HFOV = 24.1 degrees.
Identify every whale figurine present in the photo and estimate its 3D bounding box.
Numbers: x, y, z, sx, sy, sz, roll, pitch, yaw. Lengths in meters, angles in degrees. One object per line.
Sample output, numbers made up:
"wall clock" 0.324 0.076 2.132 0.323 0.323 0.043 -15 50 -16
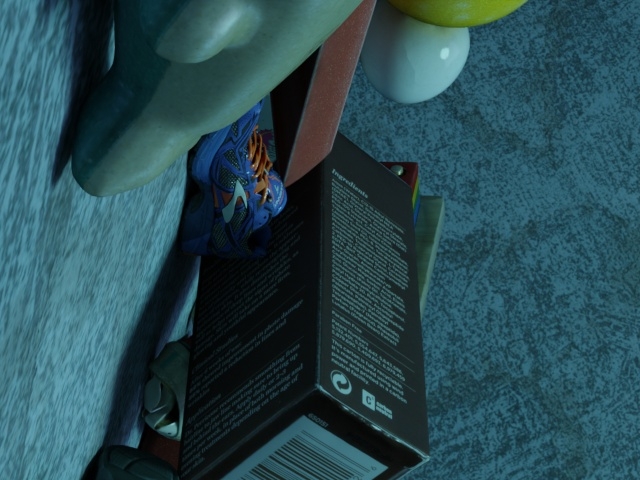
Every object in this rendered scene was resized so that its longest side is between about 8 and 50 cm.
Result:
"whale figurine" -0.051 -0.146 0.748 0.272 0.141 0.216 -47 -178 31

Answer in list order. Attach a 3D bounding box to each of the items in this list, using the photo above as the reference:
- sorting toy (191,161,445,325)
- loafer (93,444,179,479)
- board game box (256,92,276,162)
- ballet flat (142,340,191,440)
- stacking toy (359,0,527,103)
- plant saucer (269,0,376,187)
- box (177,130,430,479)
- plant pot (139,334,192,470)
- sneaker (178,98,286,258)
"sorting toy" 0.000 0.000 1.742 0.255 0.257 0.089 -72 160 -52
"loafer" -0.161 0.238 1.172 0.267 0.096 0.084 -78 -170 -81
"board game box" -0.002 -0.241 1.700 0.224 0.097 0.303 100 7 -70
"ballet flat" -0.155 0.157 1.479 0.052 0.057 0.168 -40 156 -31
"stacking toy" 0.135 -0.328 1.466 0.351 0.350 0.480 -72 -177 -51
"plant saucer" 0.001 -0.221 1.374 0.258 0.047 0.259 -97 -162 -44
"box" -0.016 0.083 1.404 0.191 0.143 0.381 -40 -150 29
"plant pot" -0.070 0.230 1.666 0.267 0.267 0.236 -5 100 -88
"sneaker" -0.069 -0.060 1.330 0.221 0.087 0.083 105 1 -55
